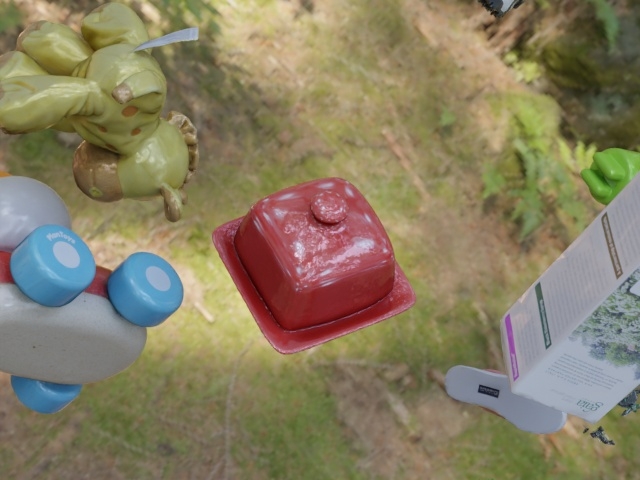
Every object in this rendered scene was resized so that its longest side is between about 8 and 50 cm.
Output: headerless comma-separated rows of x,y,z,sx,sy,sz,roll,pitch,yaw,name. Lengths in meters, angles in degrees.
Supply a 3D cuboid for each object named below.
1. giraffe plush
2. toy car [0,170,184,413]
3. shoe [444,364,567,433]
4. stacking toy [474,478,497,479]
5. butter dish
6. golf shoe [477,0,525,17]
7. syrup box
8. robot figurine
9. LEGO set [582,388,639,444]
-0.189,-0.108,1.007,0.181,0.210,0.170,-69,152,-45,giraffe plush
-0.290,0.019,1.104,0.210,0.219,0.237,19,42,-43,toy car
0.258,0.208,1.424,0.178,0.063,0.081,16,2,37,shoe
0.149,0.427,1.432,0.052,0.221,0.166,-141,-140,-67,stacking toy
0.000,0.000,0.992,0.160,0.118,0.159,-18,58,-23,butter dish
0.213,-0.306,1.194,0.077,0.094,0.198,48,27,-1,golf shoe
0.257,0.043,0.898,0.093,0.237,0.096,22,39,-17,syrup box
0.353,-0.068,1.222,0.115,0.101,0.067,9,36,-34,robot figurine
0.269,0.146,0.982,0.054,0.083,0.023,43,7,11,LEGO set
